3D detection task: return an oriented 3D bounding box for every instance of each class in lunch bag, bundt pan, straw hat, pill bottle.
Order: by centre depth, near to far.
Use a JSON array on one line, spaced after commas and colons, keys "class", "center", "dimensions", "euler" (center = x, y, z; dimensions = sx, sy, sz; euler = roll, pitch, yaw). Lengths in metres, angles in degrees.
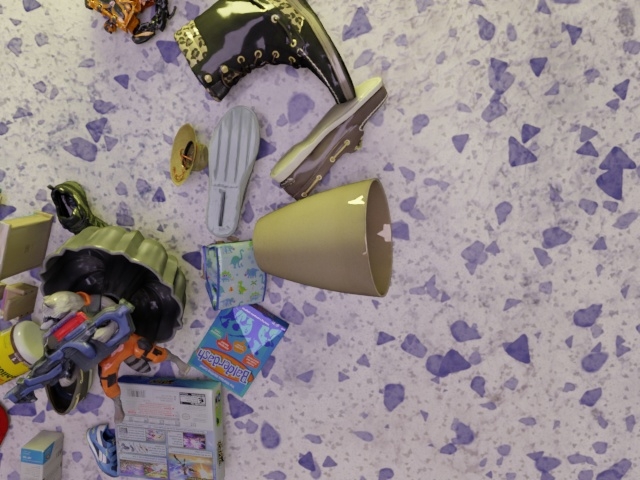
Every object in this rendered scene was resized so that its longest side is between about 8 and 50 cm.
[{"class": "bundt pan", "center": [-0.450, 0.093, 1.401], "dimensions": [0.331, 0.124, 0.331], "euler": [6, 133, 7]}, {"class": "lunch bag", "center": [-0.195, 0.079, 1.425], "dimensions": [0.129, 0.096, 0.151], "euler": [-9, 94, -31]}, {"class": "straw hat", "center": [-0.292, -0.193, 1.428], "dimensions": [0.061, 0.144, 0.144], "euler": [8, 101, -36]}, {"class": "pill bottle", "center": [-0.778, 0.288, 1.504], "dimensions": [0.215, 0.117, 0.117], "euler": [-26, 96, 7]}]

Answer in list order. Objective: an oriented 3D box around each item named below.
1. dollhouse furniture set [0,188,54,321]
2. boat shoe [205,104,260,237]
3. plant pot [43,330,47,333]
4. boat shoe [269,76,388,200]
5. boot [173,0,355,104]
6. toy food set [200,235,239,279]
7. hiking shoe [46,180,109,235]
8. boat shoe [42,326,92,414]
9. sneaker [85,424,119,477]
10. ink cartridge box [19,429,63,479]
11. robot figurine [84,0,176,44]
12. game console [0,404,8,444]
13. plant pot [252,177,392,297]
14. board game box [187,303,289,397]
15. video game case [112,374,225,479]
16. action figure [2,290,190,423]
[{"class": "dollhouse furniture set", "center": [-0.827, 0.020, 1.429], "dimensions": [0.303, 0.198, 0.286], "euler": [16, 99, 2]}, {"class": "boat shoe", "center": [-0.208, -0.158, 1.413], "dimensions": [0.109, 0.094, 0.302], "euler": [13, 100, -8]}, {"class": "plant pot", "center": [-0.636, 0.191, 1.506], "dimensions": [0.083, 0.083, 0.079], "euler": [36, 111, -2]}, {"class": "boat shoe", "center": [0.034, -0.225, 1.383], "dimensions": [0.324, 0.116, 0.097], "euler": [-44, 112, 3]}, {"class": "boot", "center": [-0.123, -0.398, 1.345], "dimensions": [0.284, 0.138, 0.377], "euler": [-34, 87, 8]}, {"class": "toy food set", "center": [-0.239, 0.045, 1.482], "dimensions": [0.078, 0.019, 0.122], "euler": [17, 99, 1]}, {"class": "hiking shoe", "center": [-0.561, -0.032, 1.445], "dimensions": [0.086, 0.114, 0.227], "euler": [-34, 95, 8]}, {"class": "boat shoe", "center": [-0.592, 0.284, 1.443], "dimensions": [0.109, 0.091, 0.305], "euler": [14, 126, 2]}, {"class": "sneaker", "center": [-0.533, 0.528, 1.555], "dimensions": [0.059, 0.053, 0.144], "euler": [-26, 97, 5]}, {"class": "ink cartridge box", "center": [-0.698, 0.582, 1.546], "dimensions": [0.060, 0.104, 0.180], "euler": [7, 98, 3]}, {"class": "robot figurine", "center": [-0.402, -0.589, 1.370], "dimensions": [0.211, 0.085, 0.291], "euler": [35, 99, -1]}, {"class": "game console", "center": [-1.022, 0.492, 1.587], "dimensions": [0.386, 0.060, 0.342], "euler": [29, 104, 0]}, {"class": "plant pot", "center": [0.000, 0.000, 1.367], "dimensions": [0.274, 0.256, 0.256], "euler": [-3, 98, 18]}, {"class": "board game box", "center": [-0.198, 0.249, 1.495], "dimensions": [0.160, 0.047, 0.210], "euler": [32, 100, -1]}, {"class": "video game case", "center": [-0.370, 0.461, 1.509], "dimensions": [0.269, 0.061, 0.244], "euler": [1, 98, 14]}, {"class": "action figure", "center": [-0.504, 0.247, 1.356], "dimensions": [0.341, 0.178, 0.330], "euler": [-30, 118, 4]}]
